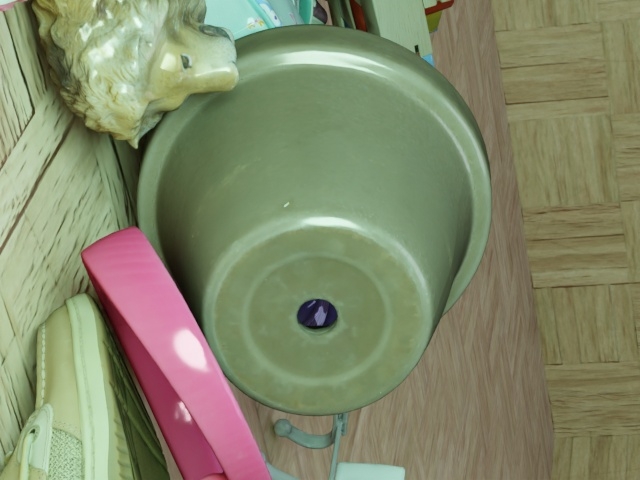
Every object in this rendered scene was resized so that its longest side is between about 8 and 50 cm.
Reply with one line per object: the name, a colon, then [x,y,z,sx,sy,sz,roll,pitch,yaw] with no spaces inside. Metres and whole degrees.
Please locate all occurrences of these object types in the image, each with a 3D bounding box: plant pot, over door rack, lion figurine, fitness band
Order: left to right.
lion figurine: [-0.146,-0.272,1.179,0.240,0.142,0.392,-63,143,-42]
fitness band: [-0.095,0.102,1.239,0.209,0.054,0.291,63,-9,18]
over door rack: [-0.006,0.180,1.570,0.324,0.108,0.239,114,-12,-51]
plant pot: [-0.002,0.007,1.254,0.229,0.263,0.263,-94,174,-65]

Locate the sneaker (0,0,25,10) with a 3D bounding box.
sneaker: [-0.170,-0.273,1.004,0.112,0.121,0.299,34,74,-80]

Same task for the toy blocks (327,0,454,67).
toy blocks: [0.052,-0.292,1.813,0.381,0.191,0.261,-123,-165,-57]

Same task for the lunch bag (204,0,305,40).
lunch bag: [-0.049,-0.118,1.446,0.279,0.108,0.224,62,8,-23]

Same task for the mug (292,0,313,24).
mug: [-0.059,-0.203,1.595,0.129,0.097,0.157,-72,154,-57]

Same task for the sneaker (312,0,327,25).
sneaker: [-0.035,-0.250,1.768,0.185,0.069,0.084,10,82,-77]

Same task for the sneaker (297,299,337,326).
sneaker: [-0.051,0.006,1.563,0.107,0.124,0.283,-56,-160,13]

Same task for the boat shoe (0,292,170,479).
boat shoe: [-0.156,0.160,1.096,0.341,0.110,0.121,-105,175,-53]
